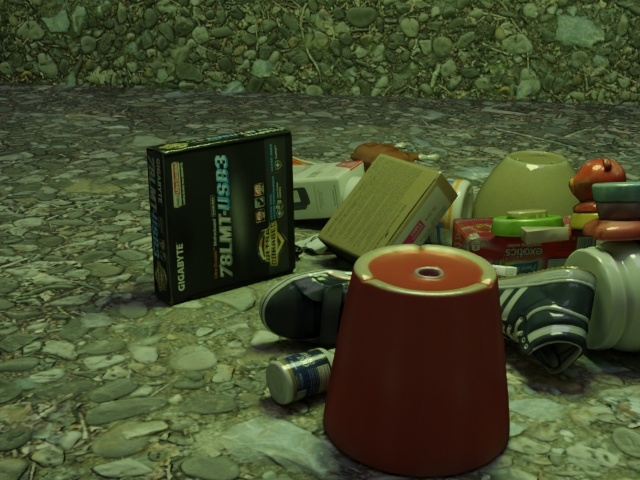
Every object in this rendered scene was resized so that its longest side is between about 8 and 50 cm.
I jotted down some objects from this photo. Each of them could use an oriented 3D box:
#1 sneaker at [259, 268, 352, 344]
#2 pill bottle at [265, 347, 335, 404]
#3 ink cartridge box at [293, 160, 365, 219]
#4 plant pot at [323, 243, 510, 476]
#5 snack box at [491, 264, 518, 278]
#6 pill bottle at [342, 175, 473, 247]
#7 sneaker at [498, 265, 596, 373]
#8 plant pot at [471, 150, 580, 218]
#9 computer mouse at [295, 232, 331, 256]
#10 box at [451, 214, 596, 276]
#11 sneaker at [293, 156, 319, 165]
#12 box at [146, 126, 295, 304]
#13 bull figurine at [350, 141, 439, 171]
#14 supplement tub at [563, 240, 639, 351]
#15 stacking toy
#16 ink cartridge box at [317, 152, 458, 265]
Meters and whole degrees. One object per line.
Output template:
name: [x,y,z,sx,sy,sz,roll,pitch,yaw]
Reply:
sneaker: [0.063,0.118,1.519,0.321,0.126,0.127,-2,14,-13]
pill bottle: [-0.016,0.200,1.370,0.120,0.067,0.067,-13,24,-33]
ink cartridge box: [-0.029,-0.118,2.169,0.237,0.100,0.172,-2,17,24]
plant pot: [0.139,0.149,1.261,0.274,0.243,0.275,1,20,-1]
snack box: [0.317,0.088,1.600,0.064,0.022,0.178,4,-24,17]
pill bottle: [0.193,-0.074,2.029,0.272,0.152,0.152,8,21,20]
sneaker: [0.319,0.144,1.498,0.099,0.153,0.282,31,-34,-34]
plant pot: [0.477,-0.096,2.047,0.284,0.191,0.284,0,19,0]
computer mouse: [0.000,0.000,1.975,0.192,0.042,0.106,-6,20,-19]
box: [0.391,0.030,1.777,0.256,0.128,0.123,-2,20,-7]
sneaker: [-0.076,-0.194,2.494,0.175,0.064,0.067,9,31,30]
box: [-0.183,-0.053,1.741,0.293,0.296,0.073,-14,22,-39]
bull figurine: [0.204,-0.207,2.490,0.188,0.101,0.310,-4,22,-25]
supplement tub: [0.566,0.086,1.534,0.272,0.191,0.191,-4,20,-15]
stacking toy: [0.453,-0.076,1.597,0.279,0.131,0.309,-3,5,-4]
ink cartridge box: [0.136,-0.050,1.863,0.235,0.088,0.193,-52,40,-10]
